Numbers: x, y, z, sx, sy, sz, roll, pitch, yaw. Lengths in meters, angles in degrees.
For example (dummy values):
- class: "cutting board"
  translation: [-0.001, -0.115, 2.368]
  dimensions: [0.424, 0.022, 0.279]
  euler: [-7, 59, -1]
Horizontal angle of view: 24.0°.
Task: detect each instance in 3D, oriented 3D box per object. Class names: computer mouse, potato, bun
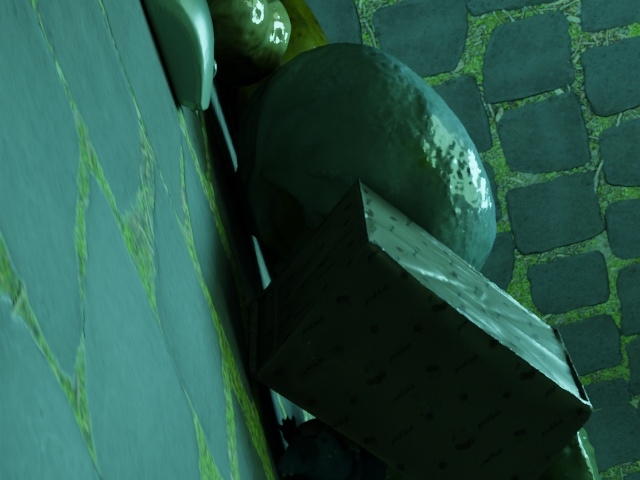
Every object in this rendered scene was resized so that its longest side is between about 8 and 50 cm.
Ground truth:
- class: "computer mouse"
  translation: [-0.131, -0.201, 1.465]
  dimensions: [0.089, 0.056, 0.181]
  euler: [-92, 169, -58]
- class: "potato"
  translation: [-0.076, -0.283, 2.078]
  dimensions: [0.195, 0.176, 0.369]
  euler: [26, 38, -50]
- class: "bun"
  translation: [0.031, -0.057, 1.774]
  dimensions: [0.362, 0.211, 0.362]
  euler: [39, -29, 27]

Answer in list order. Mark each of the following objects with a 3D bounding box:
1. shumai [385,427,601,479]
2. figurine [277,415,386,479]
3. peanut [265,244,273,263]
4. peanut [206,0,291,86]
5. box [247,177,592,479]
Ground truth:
- class: "shumai"
  translation: [0.158, 0.291, 1.844]
  dimensions: [0.324, 0.323, 0.397]
  euler: [77, -12, -44]
- class: "figurine"
  translation: [0.011, 0.246, 1.570]
  dimensions: [0.178, 0.114, 0.144]
  euler: [33, 48, -69]
- class: "peanut"
  translation: [0.000, 0.000, 2.076]
  dimensions: [0.313, 0.152, 0.152]
  euler: [69, 7, -47]
- class: "peanut"
  translation: [-0.097, -0.249, 1.748]
  dimensions: [0.236, 0.120, 0.110]
  euler: [86, 11, -81]
- class: "box"
  translation: [0.096, 0.114, 1.559]
  dimensions: [0.297, 0.190, 0.225]
  euler: [35, 14, -12]
